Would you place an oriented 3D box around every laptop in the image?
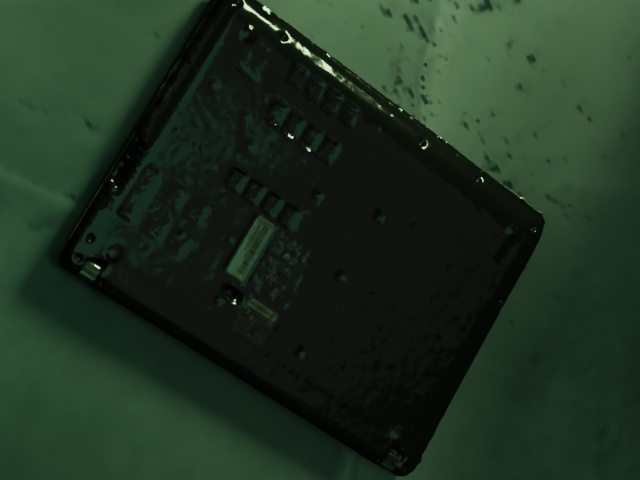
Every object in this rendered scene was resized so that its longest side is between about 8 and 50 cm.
[{"bbox_3d":[0.000,0.000,0.688,0.180,0.016,0.129,34,80,-26],"label":"laptop"}]
